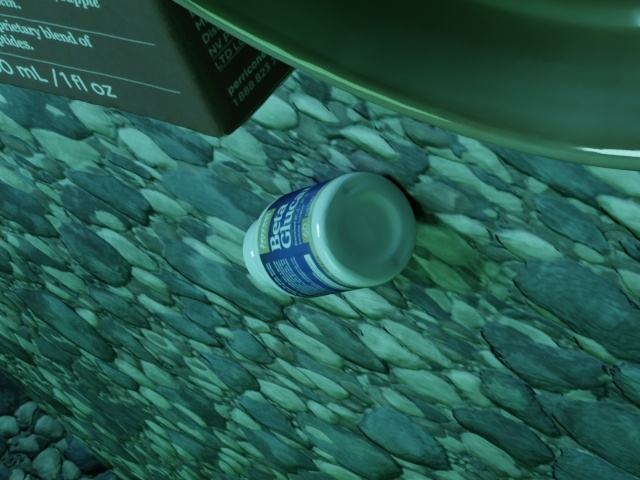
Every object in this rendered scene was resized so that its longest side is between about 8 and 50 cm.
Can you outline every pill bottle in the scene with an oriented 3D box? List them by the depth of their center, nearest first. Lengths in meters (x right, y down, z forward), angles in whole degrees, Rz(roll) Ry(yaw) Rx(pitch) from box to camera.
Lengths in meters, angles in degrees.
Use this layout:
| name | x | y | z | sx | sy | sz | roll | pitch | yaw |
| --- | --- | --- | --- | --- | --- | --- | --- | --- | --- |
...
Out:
| name | x | y | z | sx | sy | sz | roll | pitch | yaw |
| --- | --- | --- | --- | --- | --- | --- | --- | --- | --- |
| pill bottle | 0.000 | 0.000 | 1.236 | 0.094 | 0.094 | 0.169 | 42 | 156 | -17 |

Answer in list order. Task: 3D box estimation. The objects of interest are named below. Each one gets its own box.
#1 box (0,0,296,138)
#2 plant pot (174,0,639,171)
| name | x | y | z | sx | sy | sz | roll | pitch | yaw |
| --- | --- | --- | --- | --- | --- | --- | --- | --- | --- |
| box | -0.133 | -0.234 | 0.613 | 0.191 | 0.143 | 0.381 | 16 | 144 | 38 |
| plant pot | 0.062 | -0.219 | 0.445 | 0.323 | 0.280 | 0.323 | 27 | 168 | 6 |
